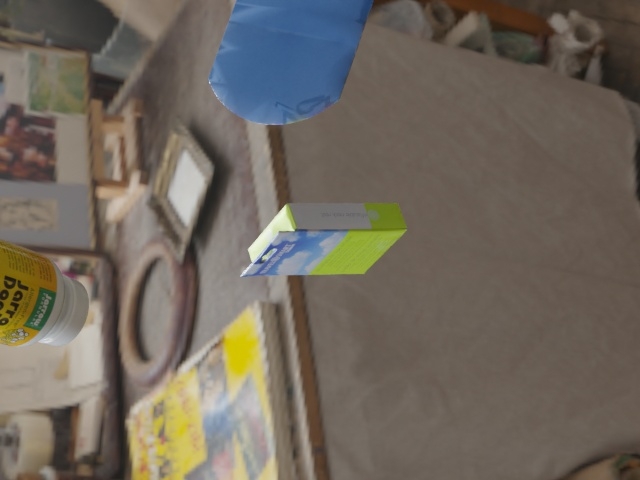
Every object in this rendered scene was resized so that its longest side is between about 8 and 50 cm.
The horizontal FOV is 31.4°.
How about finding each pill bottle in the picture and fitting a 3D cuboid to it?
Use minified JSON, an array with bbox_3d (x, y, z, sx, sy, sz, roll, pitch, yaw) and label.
[{"bbox_3d":[-0.376,0.059,1.334,0.117,0.208,0.118,-14,65,31],"label":"pill bottle"}]

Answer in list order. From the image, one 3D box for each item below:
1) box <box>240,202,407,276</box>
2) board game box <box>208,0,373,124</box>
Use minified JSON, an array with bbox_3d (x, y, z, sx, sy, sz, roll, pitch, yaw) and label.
[{"bbox_3d":[0.000,0.000,1.342,0.109,0.178,0.042,-48,52,46],"label":"box"},{"bbox_3d":[-0.018,-0.174,0.989,0.133,0.033,0.169,15,83,28],"label":"board game box"}]
